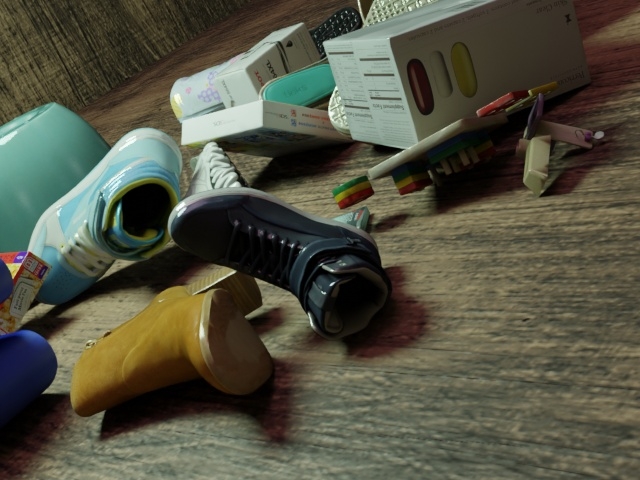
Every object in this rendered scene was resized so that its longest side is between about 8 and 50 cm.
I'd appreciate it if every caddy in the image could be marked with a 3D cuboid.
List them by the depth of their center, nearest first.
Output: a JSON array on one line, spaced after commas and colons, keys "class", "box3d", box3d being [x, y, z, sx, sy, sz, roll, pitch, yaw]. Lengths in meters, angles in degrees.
[{"class": "caddy", "box3d": [-0.479, 0.139, 1.221, 0.341, 0.241, 0.179, -12, 20, 39]}]

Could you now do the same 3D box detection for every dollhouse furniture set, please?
[{"class": "dollhouse furniture set", "box3d": [0.259, -0.081, 1.130, 0.081, 0.091, 0.114, 14, 53, 0]}]

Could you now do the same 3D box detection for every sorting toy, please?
[{"class": "sorting toy", "box3d": [0.152, -0.099, 1.206, 0.274, 0.046, 0.132, -28, -6, 32]}]

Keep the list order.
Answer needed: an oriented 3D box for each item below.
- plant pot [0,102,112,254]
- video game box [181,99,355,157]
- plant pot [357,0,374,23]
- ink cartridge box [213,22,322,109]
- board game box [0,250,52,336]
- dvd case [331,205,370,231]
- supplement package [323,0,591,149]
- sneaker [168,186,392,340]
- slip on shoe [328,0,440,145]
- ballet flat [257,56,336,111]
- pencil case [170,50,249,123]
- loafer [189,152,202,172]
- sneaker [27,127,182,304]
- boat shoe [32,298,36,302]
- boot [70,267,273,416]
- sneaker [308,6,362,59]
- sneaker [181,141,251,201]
[{"class": "plant pot", "box3d": [-0.493, -0.101, 1.858, 0.293, 0.235, 0.293, -25, 20, 10]}, {"class": "video game box", "box3d": [-0.082, -0.169, 1.612, 0.187, 0.048, 0.205, 1, -5, -42]}, {"class": "plant pot", "box3d": [0.224, -0.385, 1.631, 0.284, 0.284, 0.191, -20, -14, 23]}, {"class": "ink cartridge box", "box3d": [-0.080, -0.279, 1.881, 0.086, 0.148, 0.203, -9, 28, 40]}, {"class": "board game box", "box3d": [-0.472, 0.110, 1.472, 0.147, 0.045, 0.193, -5, 54, 49]}, {"class": "dvd case", "box3d": [0.000, 0.000, 1.266, 0.119, 0.013, 0.087, -23, 20, 19]}, {"class": "supplement package", "box3d": [0.175, -0.232, 1.357, 0.262, 0.145, 0.204, -23, 17, -18]}, {"class": "sneaker", "box3d": [-0.038, 0.020, 1.022, 0.226, 0.086, 0.163, 11, 21, -11]}, {"class": "slip on shoe", "box3d": [0.124, -0.283, 1.513, 0.123, 0.101, 0.331, 25, 83, 32]}, {"class": "ballet flat", "box3d": [0.041, -0.263, 1.738, 0.316, 0.107, 0.106, -18, -17, -9]}, {"class": "pencil case", "box3d": [-0.186, -0.321, 2.188, 0.273, 0.113, 0.124, -17, 32, 30]}, {"class": "loafer", "box3d": [-0.189, -0.142, 1.843, 0.039, 0.045, 0.125, -31, 15, -29]}, {"class": "sneaker", "box3d": [-0.311, -0.001, 1.461, 0.319, 0.127, 0.208, -51, 25, 14]}, {"class": "boat shoe", "box3d": [-0.463, 0.067, 1.657, 0.207, 0.073, 0.073, -25, -19, -2]}, {"class": "boot", "box3d": [-0.161, 0.127, 1.055, 0.211, 0.104, 0.295, -31, 14, 6]}, {"class": "sneaker", "box3d": [-0.003, -0.428, 2.306, 0.235, 0.084, 0.097, -30, -5, -8]}, {"class": "sneaker", "box3d": [-0.159, -0.061, 1.516, 0.118, 0.110, 0.292, -37, 19, 1]}]
